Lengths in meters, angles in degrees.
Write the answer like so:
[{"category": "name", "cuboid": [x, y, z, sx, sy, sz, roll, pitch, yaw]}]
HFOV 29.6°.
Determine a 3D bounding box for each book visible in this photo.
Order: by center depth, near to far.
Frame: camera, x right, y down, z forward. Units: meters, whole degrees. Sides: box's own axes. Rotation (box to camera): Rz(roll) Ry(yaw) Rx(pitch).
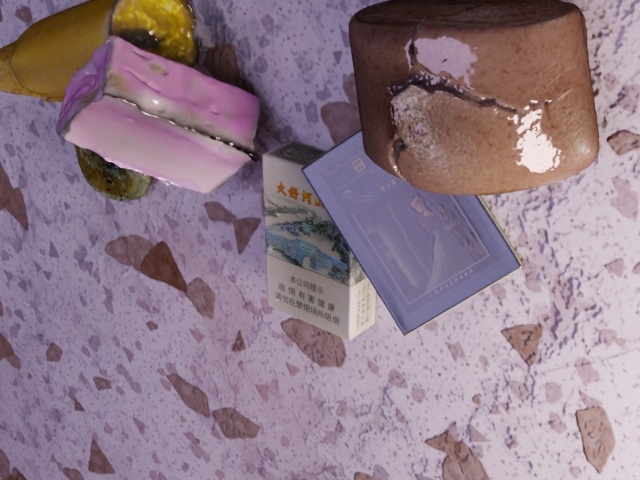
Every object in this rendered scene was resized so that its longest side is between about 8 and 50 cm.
[{"category": "book", "cuboid": [0.119, -0.032, 1.608, 0.191, 0.025, 0.269, -32, 88, 18]}]

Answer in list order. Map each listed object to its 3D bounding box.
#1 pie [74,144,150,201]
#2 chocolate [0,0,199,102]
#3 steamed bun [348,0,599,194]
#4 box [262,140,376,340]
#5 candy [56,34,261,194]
[{"category": "pie", "cuboid": [-0.352, -0.148, 2.035, 0.187, 0.041, 0.186, 20, 123, 33]}, {"category": "chocolate", "cuboid": [-0.381, -0.299, 1.925, 0.445, 0.162, 0.162, -2, 110, 48]}, {"category": "steamed bun", "cuboid": [0.160, -0.172, 1.418, 0.301, 0.199, 0.251, 10, 111, 39]}, {"category": "box", "cuboid": [0.000, 0.000, 1.764, 0.164, 0.069, 0.256, 20, 124, 34]}, {"category": "candy", "cuboid": [-0.228, -0.172, 1.738, 0.155, 0.265, 0.115, -33, 47, 46]}]
